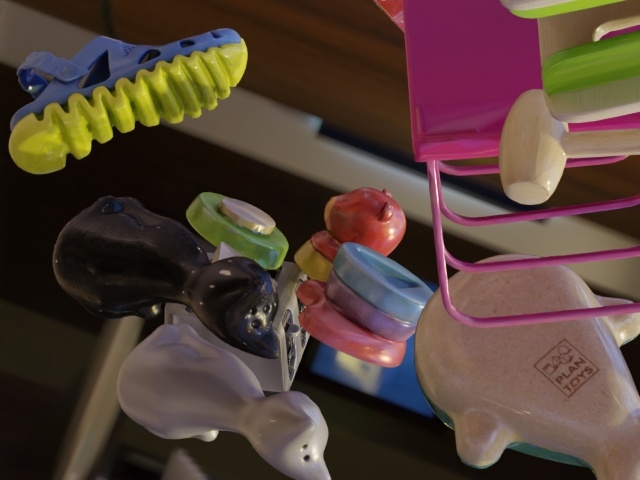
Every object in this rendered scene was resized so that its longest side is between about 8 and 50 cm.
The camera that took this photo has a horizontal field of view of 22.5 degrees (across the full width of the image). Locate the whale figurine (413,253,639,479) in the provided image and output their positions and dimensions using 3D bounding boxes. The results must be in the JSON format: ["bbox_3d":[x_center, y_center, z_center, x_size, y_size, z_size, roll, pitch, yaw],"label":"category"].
[{"bbox_3d":[0.206,0.137,1.425,0.216,0.272,0.141,-40,151,-19],"label":"whale figurine"}]

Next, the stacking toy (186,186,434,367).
[{"bbox_3d":[0.000,0.000,1.892,0.130,0.279,0.309,-59,-160,14],"label":"stacking toy"}]

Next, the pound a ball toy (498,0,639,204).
[{"bbox_3d":[0.238,-0.154,0.978,0.208,0.319,0.135,54,31,-51],"label":"pound a ball toy"}]

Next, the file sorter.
[{"bbox_3d":[0.173,-0.092,1.265,0.290,0.202,0.182,-90,173,-53],"label":"file sorter"}]

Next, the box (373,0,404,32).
[{"bbox_3d":[0.185,-0.304,1.462,0.300,0.154,0.142,-38,-150,18],"label":"box"}]

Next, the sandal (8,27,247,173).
[{"bbox_3d":[-0.245,-0.202,1.974,0.126,0.317,0.138,93,-26,-59],"label":"sandal"}]

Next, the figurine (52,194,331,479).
[{"bbox_3d":[-0.083,0.084,1.220,0.092,0.209,0.215,-40,127,-28],"label":"figurine"}]

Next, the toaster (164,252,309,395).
[{"bbox_3d":[-0.108,0.103,2.007,0.168,0.186,0.110,-66,161,-60],"label":"toaster"}]
